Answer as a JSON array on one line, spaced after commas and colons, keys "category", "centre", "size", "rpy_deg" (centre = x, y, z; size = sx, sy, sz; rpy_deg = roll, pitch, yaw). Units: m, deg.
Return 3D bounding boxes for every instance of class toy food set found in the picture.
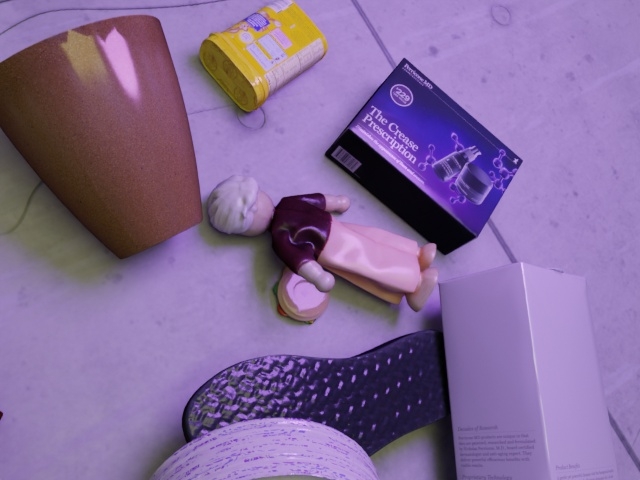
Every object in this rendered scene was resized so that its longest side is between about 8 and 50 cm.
[{"category": "toy food set", "centre": [-0.027, 0.079, 0.947], "size": [0.083, 0.020, 0.082], "rpy_deg": [31, 65, -10]}]

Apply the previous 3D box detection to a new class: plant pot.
[{"category": "plant pot", "centre": [-0.257, -0.115, 0.824], "size": [0.237, 0.237, 0.254], "rpy_deg": [-29, 98, -27]}]

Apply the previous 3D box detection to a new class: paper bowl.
[{"category": "paper bowl", "centre": [-0.055, 0.343, 0.695], "size": [0.284, 0.148, 0.284], "rpy_deg": [-5, 116, -10]}]

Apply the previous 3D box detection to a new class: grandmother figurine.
[{"category": "grandmother figurine", "centre": [0.000, 0.000, 0.942], "size": [0.342, 0.104, 0.208], "rpy_deg": [22, 27, -9]}]

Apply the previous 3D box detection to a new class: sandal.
[{"category": "sandal", "centre": [0.018, 0.230, 0.883], "size": [0.445, 0.107, 0.168], "rpy_deg": [-3, 73, -35]}]

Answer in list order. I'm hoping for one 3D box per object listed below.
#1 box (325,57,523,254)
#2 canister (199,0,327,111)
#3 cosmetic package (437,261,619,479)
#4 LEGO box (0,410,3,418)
[{"category": "box", "centre": [0.170, -0.135, 1.053], "size": [0.261, 0.103, 0.184], "rpy_deg": [39, 61, -5]}, {"category": "canister", "centre": [-0.085, -0.297, 1.021], "size": [0.126, 0.073, 0.170], "rpy_deg": [49, 61, -1]}, {"category": "cosmetic package", "centre": [0.298, 0.230, 0.921], "size": [0.197, 0.155, 0.365], "rpy_deg": [14, 65, -40]}, {"category": "LEGO box", "centre": [-0.459, 0.337, 0.497], "size": [0.193, 0.372, 0.500], "rpy_deg": [22, 67, -14]}]
